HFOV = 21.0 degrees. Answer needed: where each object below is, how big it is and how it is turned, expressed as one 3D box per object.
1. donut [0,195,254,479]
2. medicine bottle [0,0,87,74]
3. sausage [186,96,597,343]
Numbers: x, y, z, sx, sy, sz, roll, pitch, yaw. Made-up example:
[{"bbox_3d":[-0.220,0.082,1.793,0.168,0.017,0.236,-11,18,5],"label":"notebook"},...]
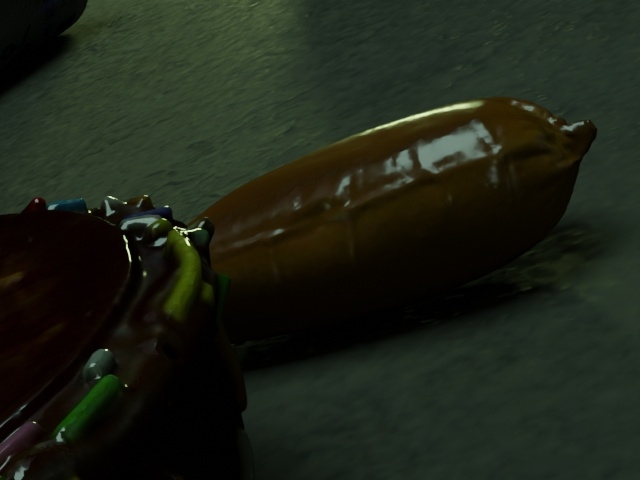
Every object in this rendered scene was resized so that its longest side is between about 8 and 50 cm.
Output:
[{"bbox_3d":[-0.118,0.073,0.431,0.235,0.089,0.235,-22,21,9],"label":"donut"},{"bbox_3d":[-0.235,-0.133,1.030,0.107,0.107,0.191,-4,30,44],"label":"medicine bottle"},{"bbox_3d":[0.000,0.000,0.527,0.183,0.054,0.062,-19,-11,21],"label":"sausage"}]
